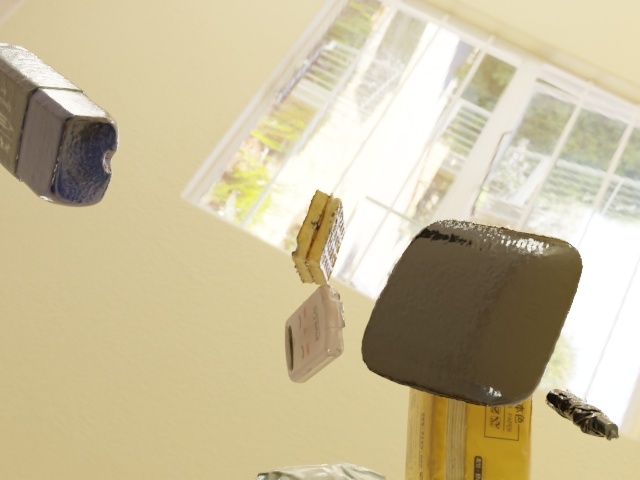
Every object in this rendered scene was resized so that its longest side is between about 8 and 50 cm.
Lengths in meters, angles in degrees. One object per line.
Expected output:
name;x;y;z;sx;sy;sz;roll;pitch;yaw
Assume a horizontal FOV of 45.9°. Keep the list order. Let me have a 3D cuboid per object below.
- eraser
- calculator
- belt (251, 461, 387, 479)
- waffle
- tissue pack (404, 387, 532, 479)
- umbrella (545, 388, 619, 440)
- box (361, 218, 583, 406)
eraser;-0.427;-0.175;1.118;0.102;0.332;0.155;-3;121;-47
calculator;-0.010;0.129;1.021;0.175;0.032;0.100;131;-40;-54
belt;-0.016;0.443;0.899;0.436;0.300;0.173;-53;154;-71
waffle;0.000;0.001;1.032;0.148;0.042;0.102;78;31;-72
tissue pack;0.302;0.349;1.558;0.293;0.228;0.381;103;-5;-69
umbrella;0.515;0.343;1.485;0.236;0.066;0.059;-136;-139;-83
box;0.163;0.074;0.817;0.212;0.201;0.042;-63;150;-23
